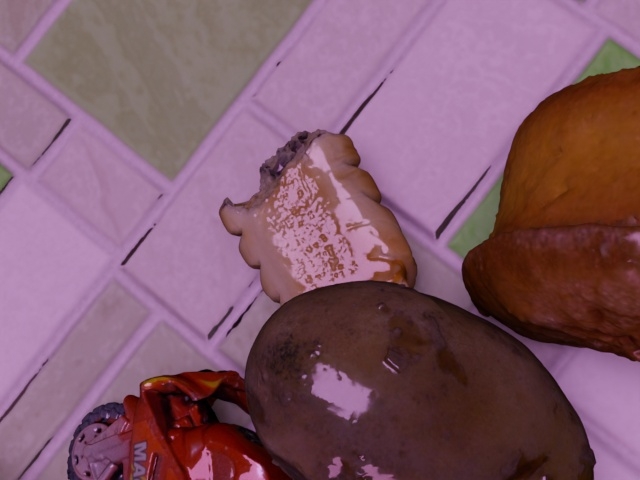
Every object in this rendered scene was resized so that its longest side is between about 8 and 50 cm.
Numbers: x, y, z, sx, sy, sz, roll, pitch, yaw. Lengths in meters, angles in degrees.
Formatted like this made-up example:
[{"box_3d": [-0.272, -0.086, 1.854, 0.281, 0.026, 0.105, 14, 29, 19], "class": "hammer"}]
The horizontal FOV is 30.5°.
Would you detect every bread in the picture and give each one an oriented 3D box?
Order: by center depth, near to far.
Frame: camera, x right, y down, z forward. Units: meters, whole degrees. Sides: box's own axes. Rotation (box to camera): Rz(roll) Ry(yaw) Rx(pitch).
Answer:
[{"box_3d": [0.259, -0.016, 0.771, 0.340, 0.179, 0.194, 10, 70, 20], "class": "bread"}, {"box_3d": [0.000, 0.000, 0.901, 0.119, 0.084, 0.177, -31, 76, 7], "class": "bread"}]

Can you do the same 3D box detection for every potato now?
[{"box_3d": [0.072, 0.122, 0.801, 0.262, 0.165, 0.165, 37, 90, -19], "class": "potato"}]

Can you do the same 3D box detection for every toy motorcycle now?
[{"box_3d": [-0.081, 0.197, 0.857, 0.171, 0.089, 0.298, -49, 55, 2], "class": "toy motorcycle"}]
